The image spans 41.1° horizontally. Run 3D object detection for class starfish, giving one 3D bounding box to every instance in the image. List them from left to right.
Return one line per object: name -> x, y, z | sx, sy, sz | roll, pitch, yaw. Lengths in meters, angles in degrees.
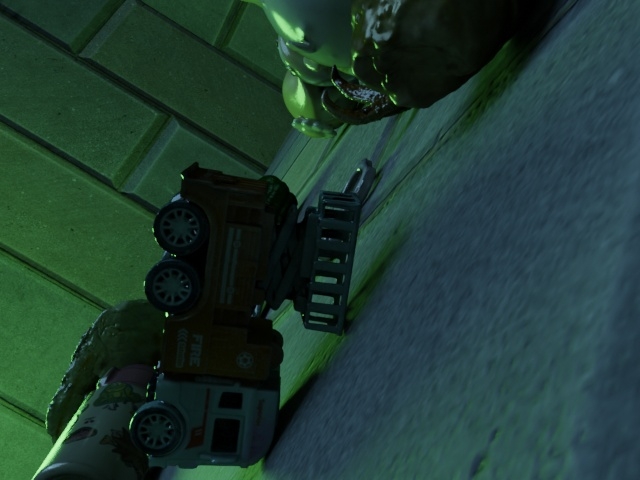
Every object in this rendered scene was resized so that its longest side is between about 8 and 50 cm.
starfish -> 0.068, -0.172, 0.764 | 0.146, 0.074, 0.190 | -53, 9, 32

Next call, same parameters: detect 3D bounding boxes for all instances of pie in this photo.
pie -> -0.264, 0.203, 1.204 | 0.090, 0.201, 0.248 | 18, 81, 41

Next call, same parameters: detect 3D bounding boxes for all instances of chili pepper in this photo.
chili pepper -> -0.100, 0.014, 1.132 | 0.099, 0.083, 0.253 | -40, 21, 40

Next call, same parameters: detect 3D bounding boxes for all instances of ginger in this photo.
ginger -> 0.095, -0.187, 0.540 | 0.109, 0.116, 0.263 | -3, 37, 30

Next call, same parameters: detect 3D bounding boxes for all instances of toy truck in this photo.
toy truck -> -0.046, 0.049, 0.512 | 0.080, 0.115, 0.177 | -104, 23, -80

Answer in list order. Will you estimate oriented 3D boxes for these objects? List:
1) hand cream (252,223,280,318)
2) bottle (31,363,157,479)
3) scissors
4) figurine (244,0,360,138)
hand cream -> -0.096, 0.090, 0.884 | 0.075, 0.052, 0.248 | -47, 14, 56
bottle -> -0.247, 0.240, 1.024 | 0.120, 0.120, 0.253 | -56, 8, 22
scissors -> 0.000, 0.000, 0.753 | 0.100, 0.015, 0.189 | -66, 9, -31
figurine -> -0.012, -0.277, 1.138 | 0.226, 0.274, 0.394 | -58, -12, -20
